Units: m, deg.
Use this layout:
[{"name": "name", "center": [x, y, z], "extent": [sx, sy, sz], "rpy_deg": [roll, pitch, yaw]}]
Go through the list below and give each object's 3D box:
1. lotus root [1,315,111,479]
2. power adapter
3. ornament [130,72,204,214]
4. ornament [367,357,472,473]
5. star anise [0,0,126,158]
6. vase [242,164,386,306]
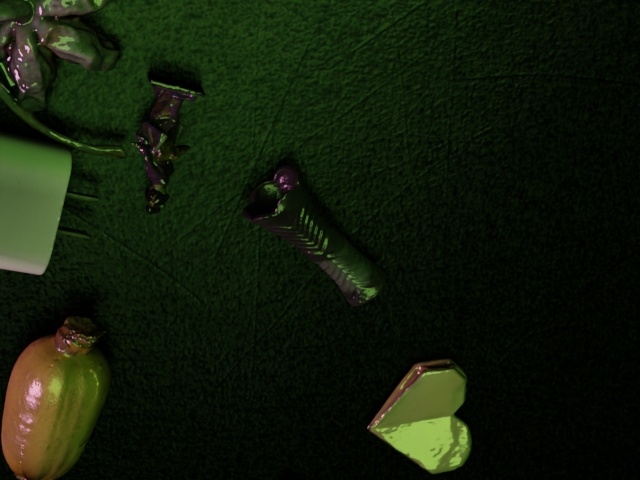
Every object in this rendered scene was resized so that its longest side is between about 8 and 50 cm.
[{"name": "lotus root", "center": [-0.410, 0.248, 1.507], "extent": [0.146, 0.131, 0.303], "rpy_deg": [7, 113, -37]}, {"name": "power adapter", "center": [-0.437, -0.055, 1.358], "extent": [0.255, 0.124, 0.186], "rpy_deg": [13, 97, -30]}, {"name": "ornament", "center": [-0.231, -0.140, 1.413], "extent": [0.088, 0.081, 0.203], "rpy_deg": [10, 111, -12]}, {"name": "ornament", "center": [0.168, 0.305, 1.672], "extent": [0.180, 0.059, 0.201], "rpy_deg": [-8, 110, -5]}, {"name": "star anise", "center": [-0.369, -0.297, 1.294], "extent": [0.360, 0.139, 0.315], "rpy_deg": [25, 112, -18]}, {"name": "vase", "center": [0.000, 0.000, 1.499], "extent": [0.115, 0.115, 0.237], "rpy_deg": [-42, 117, 8]}]
